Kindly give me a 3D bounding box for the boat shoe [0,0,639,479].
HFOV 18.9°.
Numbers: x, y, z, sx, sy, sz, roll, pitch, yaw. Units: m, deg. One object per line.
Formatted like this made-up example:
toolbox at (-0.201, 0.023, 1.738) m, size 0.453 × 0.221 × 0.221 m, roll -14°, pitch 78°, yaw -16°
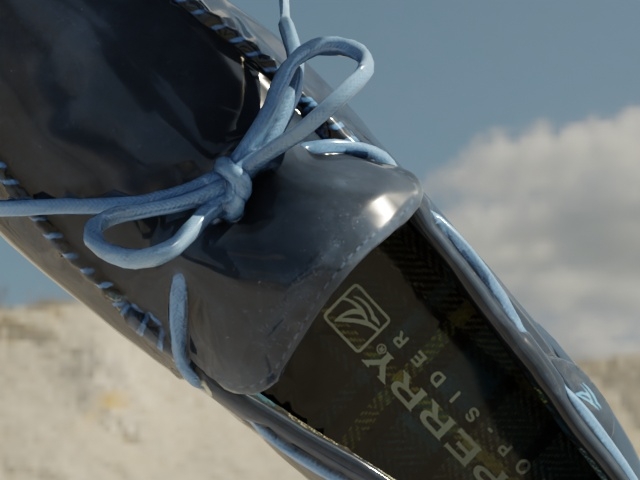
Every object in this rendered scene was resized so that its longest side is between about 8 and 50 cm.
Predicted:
boat shoe at (0.000, 0.000, 0.495) m, size 0.258 × 0.109 × 0.089 m, roll 36°, pitch -7°, yaw -12°
